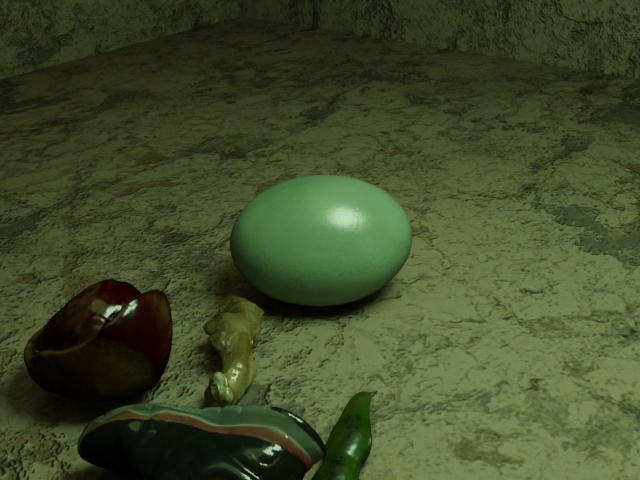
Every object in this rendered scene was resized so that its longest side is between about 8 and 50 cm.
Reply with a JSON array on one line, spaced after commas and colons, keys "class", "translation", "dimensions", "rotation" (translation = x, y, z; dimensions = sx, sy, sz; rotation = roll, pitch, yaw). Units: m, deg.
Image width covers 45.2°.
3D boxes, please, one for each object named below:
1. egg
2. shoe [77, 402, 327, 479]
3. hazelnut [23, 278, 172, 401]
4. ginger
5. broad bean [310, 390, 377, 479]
[{"class": "egg", "translation": [0.000, 0.000, 1.188], "dimensions": [0.282, 0.203, 0.203], "rotation": [-6, 28, 5]}, {"class": "shoe", "translation": [-0.139, 0.257, 0.837], "dimensions": [0.290, 0.114, 0.137], "rotation": [-3, 47, 23]}, {"class": "hazelnut", "translation": [-0.290, 0.131, 1.009], "dimensions": [0.201, 0.161, 0.170], "rotation": [0, 2, 14]}, {"class": "ginger", "translation": [-0.126, 0.147, 1.065], "dimensions": [0.089, 0.075, 0.288], "rotation": [20, 23, -6]}, {"class": "broad bean", "translation": [0.014, 0.266, 0.858], "dimensions": [0.060, 0.043, 0.297], "rotation": [-1, 28, 25]}]
